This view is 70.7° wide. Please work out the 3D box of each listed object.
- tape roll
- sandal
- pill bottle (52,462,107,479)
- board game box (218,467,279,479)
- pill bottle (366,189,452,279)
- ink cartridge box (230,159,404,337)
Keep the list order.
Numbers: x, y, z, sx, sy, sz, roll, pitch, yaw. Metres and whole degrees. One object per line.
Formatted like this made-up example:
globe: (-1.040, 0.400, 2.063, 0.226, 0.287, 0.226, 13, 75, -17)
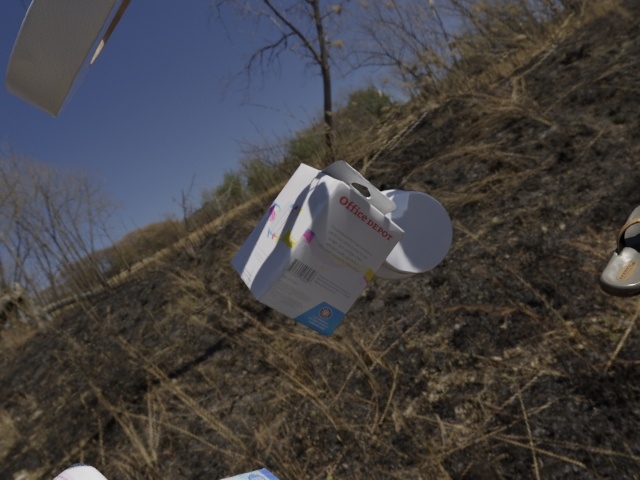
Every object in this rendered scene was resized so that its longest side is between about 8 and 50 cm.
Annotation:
tape roll: (-0.313, -0.359, 0.644, 0.392, 0.072, 0.391, -36, 37, 34)
sandal: (0.530, 0.002, 0.754, 0.219, 0.060, 0.090, -43, 28, -20)
pill bottle: (-0.406, 0.465, 0.588, 0.169, 0.169, 0.302, -24, 8, 43)
board game box: (-0.070, 0.195, 0.287, 0.090, 0.020, 0.090, -58, -25, -10)
pill bottle: (0.114, -0.007, 0.794, 0.153, 0.153, 0.265, -30, 4, -11)
ink cartridge box: (0.000, 0.000, 0.437, 0.143, 0.092, 0.090, -54, 32, 1)
